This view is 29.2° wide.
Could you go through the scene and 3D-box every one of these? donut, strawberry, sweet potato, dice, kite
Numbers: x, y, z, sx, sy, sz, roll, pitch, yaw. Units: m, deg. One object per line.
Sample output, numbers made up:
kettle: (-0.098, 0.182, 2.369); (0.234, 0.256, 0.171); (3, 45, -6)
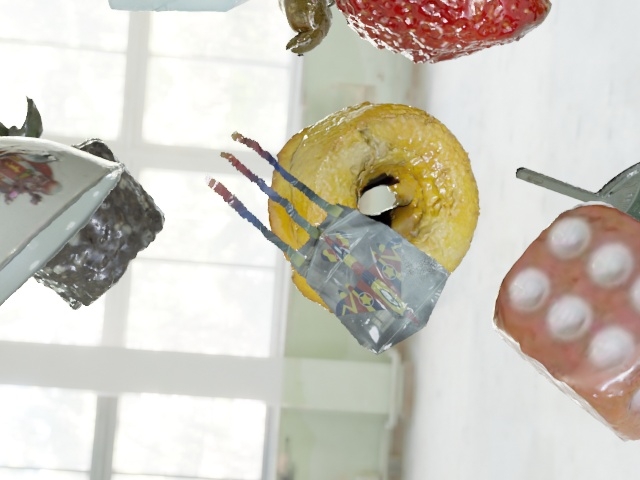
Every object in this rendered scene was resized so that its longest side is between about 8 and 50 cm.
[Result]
donut: (0.064, -0.037, 1.378); (0.118, 0.253, 0.254); (-177, 91, -67)
strawberry: (0.162, -0.340, 1.565); (0.257, 0.276, 0.257); (-62, -6, -11)
sweet potato: (0.001, -0.381, 1.825); (0.310, 0.124, 0.098); (-55, -43, -39)
dice: (0.282, 0.078, 1.187); (0.174, 0.175, 0.179); (-51, -32, 4)
kite: (0.001, -0.001, 1.111); (0.141, 0.245, 0.015); (-52, -3, 40)

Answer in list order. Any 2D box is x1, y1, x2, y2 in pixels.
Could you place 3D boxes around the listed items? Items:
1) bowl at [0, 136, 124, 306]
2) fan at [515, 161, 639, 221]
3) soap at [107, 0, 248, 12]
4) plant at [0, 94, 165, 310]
bowl: (-0.378, -0.011, 1.299); (0.337, 0.157, 0.337); (-45, 4, 4)
fan: (0.375, -0.045, 1.394); (0.294, 0.223, 0.012); (49, -164, -40)
soap: (-0.172, -0.467, 1.529); (0.115, 0.208, 0.347); (-53, -36, -64)
plant: (-0.407, -0.062, 1.846); (0.215, 0.312, 0.213); (-55, 14, -22)
